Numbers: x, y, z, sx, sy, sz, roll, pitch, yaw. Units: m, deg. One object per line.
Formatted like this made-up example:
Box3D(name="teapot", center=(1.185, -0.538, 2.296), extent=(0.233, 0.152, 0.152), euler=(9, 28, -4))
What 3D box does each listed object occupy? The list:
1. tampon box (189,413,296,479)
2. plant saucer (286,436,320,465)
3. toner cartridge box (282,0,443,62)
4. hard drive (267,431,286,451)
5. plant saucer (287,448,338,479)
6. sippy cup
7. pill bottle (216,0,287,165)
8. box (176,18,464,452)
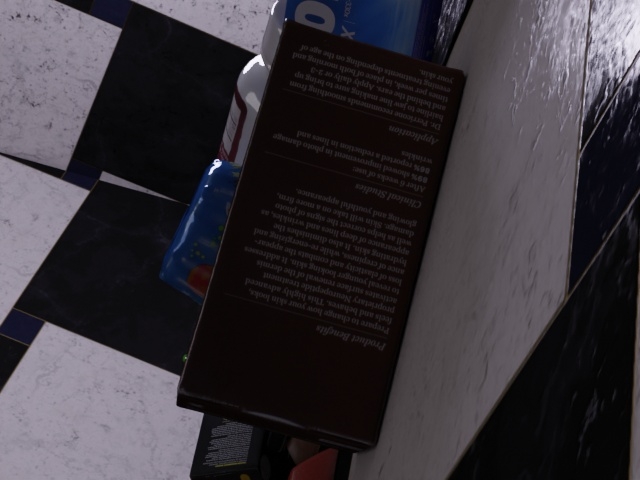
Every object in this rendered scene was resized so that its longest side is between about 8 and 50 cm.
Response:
Box3D(name="tampon box", center=(-0.099, 0.292, 1.917), extent=(0.161, 0.101, 0.120), euler=(-80, -26, -47))
Box3D(name="plant saucer", center=(-0.009, 0.202, 1.810), extent=(0.198, 0.036, 0.198), euler=(-164, 90, -87))
Box3D(name="toner cartridge box", center=(0.054, -0.299, 1.569), extent=(0.075, 0.165, 0.347), euler=(-34, -43, -59))
Box3D(name="hard drive", center=(-0.043, 0.199, 1.852), extent=(0.135, 0.022, 0.094), euler=(-80, 7, -55))
Box3D(name="plant saucer", center=(-0.048, 0.390, 1.540), extent=(0.259, 0.048, 0.258), euler=(109, 175, -47))
Box3D(name="sippy cup", center=(-0.067, 0.017, 1.725), extent=(0.240, 0.224, 0.305), euler=(-53, 13, 54))
Box3D(name="pill bottle", center=(-0.022, -0.123, 1.903), extent=(0.224, 0.224, 0.392), euler=(-80, 7, -55))
Box3D(name="box", center=(0.000, 0.000, 1.371), extent=(0.143, 0.191, 0.381), euler=(119, 167, -75))
